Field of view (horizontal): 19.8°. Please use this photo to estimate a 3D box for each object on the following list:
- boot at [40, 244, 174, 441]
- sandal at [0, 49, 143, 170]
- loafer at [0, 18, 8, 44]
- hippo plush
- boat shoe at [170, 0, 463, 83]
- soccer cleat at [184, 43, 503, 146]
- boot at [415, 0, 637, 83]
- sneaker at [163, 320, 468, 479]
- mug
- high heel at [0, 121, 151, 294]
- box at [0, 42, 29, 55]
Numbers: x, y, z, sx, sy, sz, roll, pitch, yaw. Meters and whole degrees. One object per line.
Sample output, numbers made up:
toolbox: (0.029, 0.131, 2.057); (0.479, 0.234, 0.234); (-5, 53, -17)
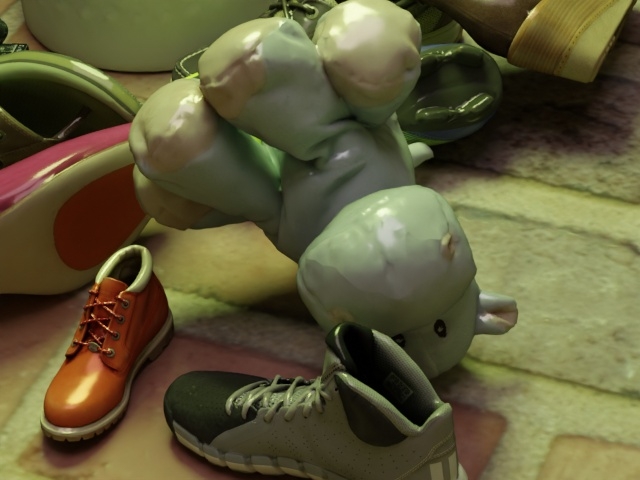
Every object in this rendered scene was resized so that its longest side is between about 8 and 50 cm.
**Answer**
boot: (-0.158, 0.072, 1.316); (0.059, 0.085, 0.158); (12, 42, 17)
sandal: (-0.280, -0.100, 1.545); (0.302, 0.120, 0.086); (5, 67, 14)
loafer: (-0.385, -0.171, 1.650); (0.223, 0.076, 0.078); (-7, 0, 22)
hippo plush: (0.000, 0.000, 1.317); (0.234, 0.294, 0.237); (-19, 65, -2)
boat shoe: (-0.004, -0.189, 1.624); (0.285, 0.092, 0.103); (-17, 38, -18)
soccer cleat: (0.009, -0.105, 1.526); (0.289, 0.093, 0.121); (-8, -7, -8)
boot: (0.171, -0.231, 1.597); (0.207, 0.090, 0.248); (28, 30, 6)
sneaker: (-0.006, 0.098, 1.227); (0.228, 0.132, 0.086); (15, 42, 23)
mug: (-0.183, -0.389, 1.705); (0.276, 0.328, 0.374); (-22, 41, -22)
high heel: (-0.290, -0.017, 1.403); (0.377, 0.127, 0.181); (-32, 50, -30)
box: (-0.307, -0.151, 1.664); (0.067, 0.018, 0.083); (3, 39, 9)
